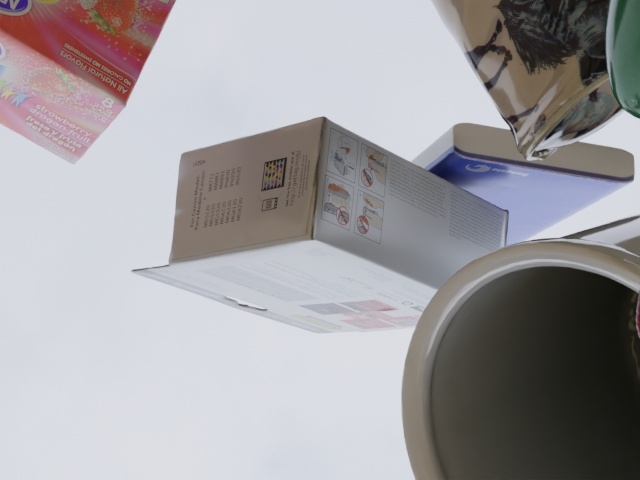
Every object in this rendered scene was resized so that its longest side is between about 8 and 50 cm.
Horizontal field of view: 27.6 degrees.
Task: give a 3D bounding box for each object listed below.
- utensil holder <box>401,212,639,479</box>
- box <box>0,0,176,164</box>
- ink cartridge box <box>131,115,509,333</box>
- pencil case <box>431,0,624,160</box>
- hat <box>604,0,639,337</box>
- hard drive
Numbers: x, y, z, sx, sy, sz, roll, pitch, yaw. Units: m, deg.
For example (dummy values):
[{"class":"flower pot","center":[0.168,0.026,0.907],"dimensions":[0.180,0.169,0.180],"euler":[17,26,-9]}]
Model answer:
[{"class":"utensil holder","center":[0.316,0.127,1.170],"dimensions":[0.327,0.385,0.328],"euler":[12,-71,39]},{"class":"box","center":[-0.305,-0.223,1.193],"dimensions":[0.142,0.300,0.154],"euler":[-34,-150,53]},{"class":"ink cartridge box","center":[0.000,0.000,1.387],"dimensions":[0.272,0.309,0.130],"euler":[-10,-113,41]},{"class":"pencil case","center":[0.156,-0.284,1.122],"dimensions":[0.183,0.160,0.410],"euler":[-36,-103,40]},{"class":"hat","center":[0.206,-0.091,0.801],"dimensions":[0.173,0.183,0.208],"euler":[33,-137,11]},{"class":"hard drive","center":[0.187,-0.051,1.506],"dimensions":[0.210,0.318,0.040],"euler":[8,-107,-16]}]
